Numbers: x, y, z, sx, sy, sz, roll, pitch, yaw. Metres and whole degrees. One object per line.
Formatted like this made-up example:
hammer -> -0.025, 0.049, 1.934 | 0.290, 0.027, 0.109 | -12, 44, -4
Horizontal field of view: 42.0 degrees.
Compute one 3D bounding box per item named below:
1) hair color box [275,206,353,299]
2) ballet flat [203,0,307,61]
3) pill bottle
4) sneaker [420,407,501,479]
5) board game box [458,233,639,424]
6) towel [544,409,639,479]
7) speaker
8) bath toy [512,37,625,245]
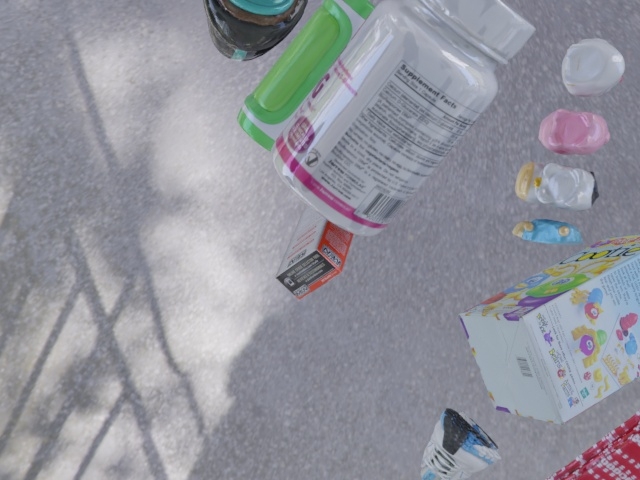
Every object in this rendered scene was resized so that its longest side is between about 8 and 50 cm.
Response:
hair color box -> 0.000, 0.000, 0.991 | 0.072, 0.141, 0.043 | -35, 110, 32
ballet flat -> -0.034, -0.257, 0.638 | 0.095, 0.280, 0.096 | 20, 158, -7
pill bottle -> 0.087, -0.157, 0.904 | 0.160, 0.160, 0.283 | 37, 111, -6
sneaker -> 0.140, 0.229, 0.879 | 0.083, 0.191, 0.071 | -44, 68, 0
board game box -> 0.346, 0.104, 1.083 | 0.275, 0.142, 0.144 | -23, 95, -22
towel -> 0.258, 0.204, 0.542 | 0.198, 0.031, 0.275 | 52, 123, 20
speaker -> -0.013, -0.291, 1.434 | 0.131, 0.131, 0.296 | 39, 106, -7
bath toy -> 0.425, -0.162, 1.412 | 0.151, 0.129, 0.348 | 20, 98, 39
